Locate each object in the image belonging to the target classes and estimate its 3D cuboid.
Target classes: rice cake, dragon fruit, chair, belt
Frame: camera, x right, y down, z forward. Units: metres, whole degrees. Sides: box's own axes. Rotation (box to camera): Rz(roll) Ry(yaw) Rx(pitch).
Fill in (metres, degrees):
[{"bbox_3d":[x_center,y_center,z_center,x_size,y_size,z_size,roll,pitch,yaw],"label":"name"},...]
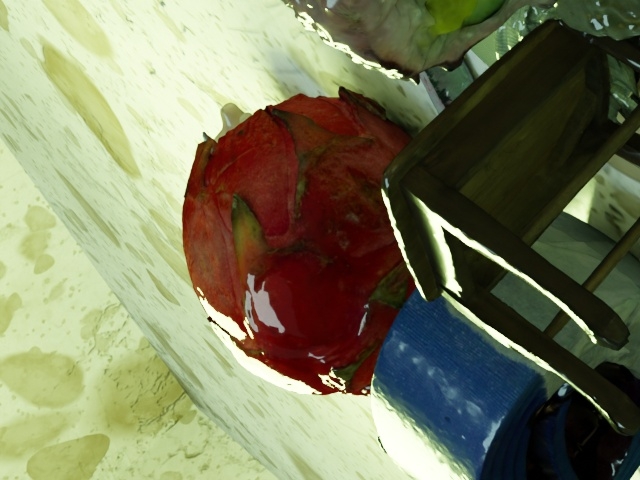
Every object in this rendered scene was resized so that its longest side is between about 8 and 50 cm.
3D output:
[{"bbox_3d":[0.087,-0.114,1.220,0.208,0.033,0.033,59,173,-36],"label":"rice cake"},{"bbox_3d":[0.007,0.005,1.412,0.252,0.241,0.241,65,162,-17],"label":"dragon fruit"},{"bbox_3d":[0.102,-0.065,0.994,0.319,0.186,0.160,39,169,27],"label":"chair"},{"bbox_3d":[0.156,0.113,1.265,0.117,0.212,0.347,42,170,28],"label":"belt"}]

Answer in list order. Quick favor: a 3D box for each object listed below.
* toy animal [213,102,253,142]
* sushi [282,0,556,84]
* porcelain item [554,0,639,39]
[{"bbox_3d":[-0.025,-0.021,1.629,0.165,0.149,0.248,-125,11,-63],"label":"toy animal"},{"bbox_3d":[0.045,-0.182,0.761,0.107,0.161,0.241,42,149,30],"label":"sushi"},{"bbox_3d":[0.201,-0.110,0.815,0.215,0.069,0.081,28,152,44],"label":"porcelain item"}]
